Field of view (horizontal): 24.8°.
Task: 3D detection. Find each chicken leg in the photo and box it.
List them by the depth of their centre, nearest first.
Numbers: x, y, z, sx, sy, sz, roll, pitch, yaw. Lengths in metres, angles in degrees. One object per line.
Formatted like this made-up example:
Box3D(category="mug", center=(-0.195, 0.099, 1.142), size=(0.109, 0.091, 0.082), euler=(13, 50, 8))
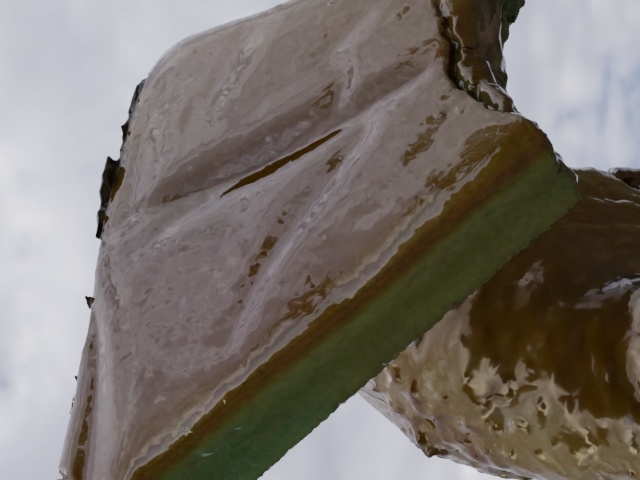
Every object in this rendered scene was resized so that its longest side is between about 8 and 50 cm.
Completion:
Box3D(category="chicken leg", center=(0.194, 0.053, 0.825), size=(0.295, 0.409, 0.182), euler=(-12, -68, -34))

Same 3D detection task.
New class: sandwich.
Box3D(category="sandwich", center=(0.000, 0.000, 0.580), size=(0.063, 0.212, 0.245), euler=(38, -131, -43))
